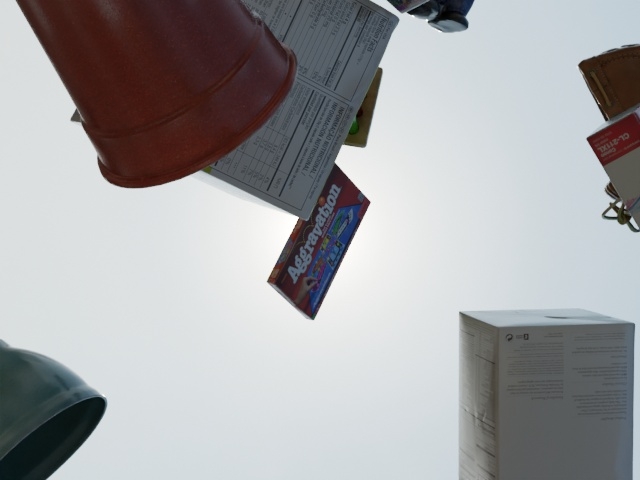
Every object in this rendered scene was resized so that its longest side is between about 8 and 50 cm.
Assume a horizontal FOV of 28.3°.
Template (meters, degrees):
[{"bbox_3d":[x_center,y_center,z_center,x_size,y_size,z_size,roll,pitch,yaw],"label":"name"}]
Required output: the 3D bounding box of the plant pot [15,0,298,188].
[{"bbox_3d":[-0.206,-0.247,1.442,0.272,0.265,0.272,-21,-146,16],"label":"plant pot"}]

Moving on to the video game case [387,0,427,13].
[{"bbox_3d":[0.101,-0.386,1.777,0.019,0.143,0.157,-56,-163,-17],"label":"video game case"}]

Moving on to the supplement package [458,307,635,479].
[{"bbox_3d":[0.315,0.238,1.803,0.198,0.199,0.263,-163,-107,-79],"label":"supplement package"}]

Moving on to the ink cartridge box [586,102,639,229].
[{"bbox_3d":[0.418,-0.080,1.599,0.072,0.175,0.127,-30,-179,26],"label":"ink cartridge box"}]

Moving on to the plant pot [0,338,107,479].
[{"bbox_3d":[-0.520,0.285,2.060,0.196,0.293,0.293,46,-59,14],"label":"plant pot"}]

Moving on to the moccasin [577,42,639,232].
[{"bbox_3d":[0.457,-0.087,1.801,0.139,0.147,0.380,-46,119,-80],"label":"moccasin"}]

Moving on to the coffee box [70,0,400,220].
[{"bbox_3d":[-0.140,-0.260,1.946,0.338,0.334,0.337,-66,-158,-2],"label":"coffee box"}]

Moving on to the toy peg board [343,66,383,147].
[{"bbox_3d":[0.017,-0.264,2.275,0.079,0.161,0.161,73,28,-67],"label":"toy peg board"}]

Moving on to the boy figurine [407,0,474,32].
[{"bbox_3d":[0.218,-0.475,1.970,0.092,0.177,0.285,4,-106,67],"label":"boy figurine"}]

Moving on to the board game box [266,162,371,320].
[{"bbox_3d":[0.000,0.000,2.492,0.027,0.145,0.281,6,-118,43],"label":"board game box"}]
